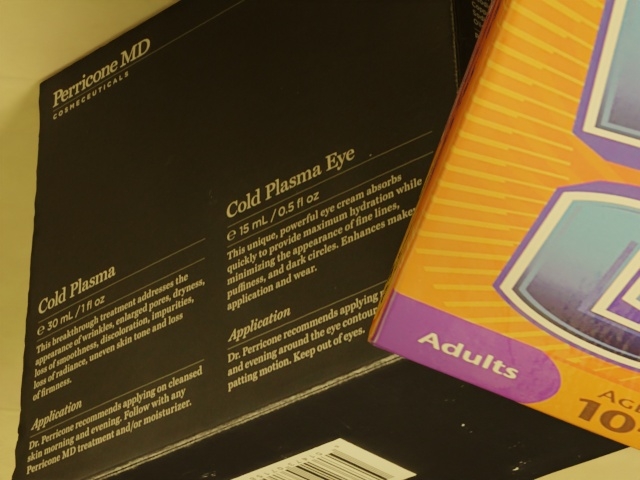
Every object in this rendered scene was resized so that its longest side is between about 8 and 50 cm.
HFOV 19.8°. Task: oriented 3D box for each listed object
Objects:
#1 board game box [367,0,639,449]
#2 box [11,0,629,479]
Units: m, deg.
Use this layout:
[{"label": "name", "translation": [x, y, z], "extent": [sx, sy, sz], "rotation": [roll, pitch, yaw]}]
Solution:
[{"label": "board game box", "translation": [0.267, -0.120, 0.708], "extent": [0.356, 0.356, 0.356], "rotation": [21, 147, 2]}, {"label": "box", "translation": [0.000, 0.000, 1.097], "extent": [0.343, 0.312, 0.179], "rotation": [-24, 143, 33]}]
